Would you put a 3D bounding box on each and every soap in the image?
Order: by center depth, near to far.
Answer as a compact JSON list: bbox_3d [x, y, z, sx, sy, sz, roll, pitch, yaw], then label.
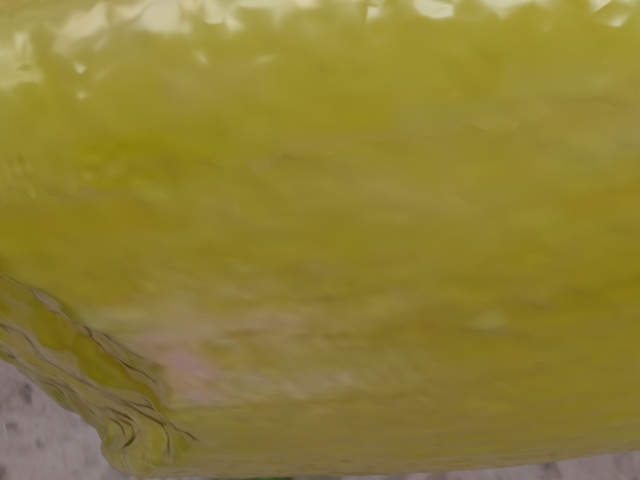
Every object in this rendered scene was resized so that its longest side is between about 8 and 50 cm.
[{"bbox_3d":[-0.001,0.003,0.507,0.427,0.115,0.306,-8,148,27],"label":"soap"}]
